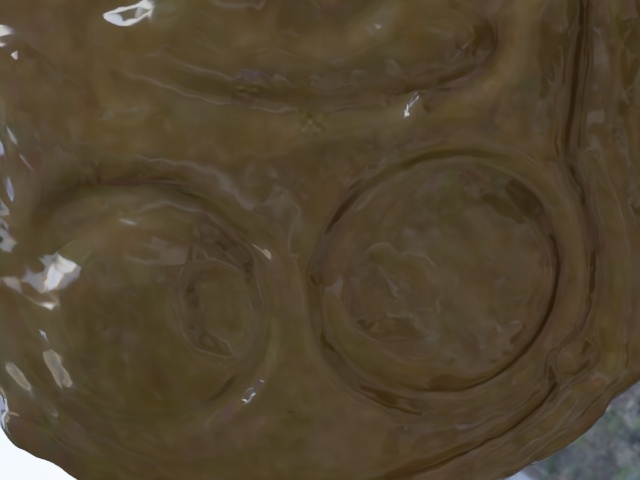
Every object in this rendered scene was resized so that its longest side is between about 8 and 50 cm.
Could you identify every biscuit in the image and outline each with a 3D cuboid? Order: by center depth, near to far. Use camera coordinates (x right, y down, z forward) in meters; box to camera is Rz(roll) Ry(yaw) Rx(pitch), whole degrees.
[{"bbox_3d":[0.000,0.002,0.444,0.051,0.269,0.376,-101,8,-65],"label":"biscuit"}]
